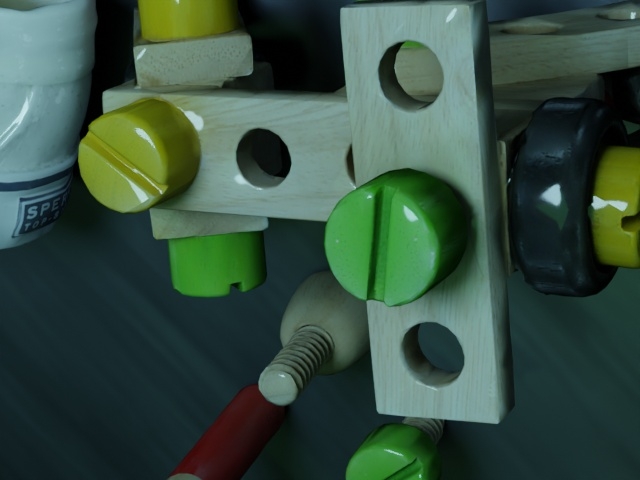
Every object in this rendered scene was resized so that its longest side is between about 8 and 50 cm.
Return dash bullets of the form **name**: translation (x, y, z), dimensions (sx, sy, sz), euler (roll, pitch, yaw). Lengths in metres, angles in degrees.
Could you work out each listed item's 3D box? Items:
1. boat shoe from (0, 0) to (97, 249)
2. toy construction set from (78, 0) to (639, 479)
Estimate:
- **boat shoe**: translation (-0.257, -0.131, 0.731), dimensions (0.367, 0.136, 0.156), euler (23, 116, 7)
- **toy construction set**: translation (0.000, 0.000, 0.633), dimensions (0.257, 0.237, 0.309), euler (25, 117, 9)
